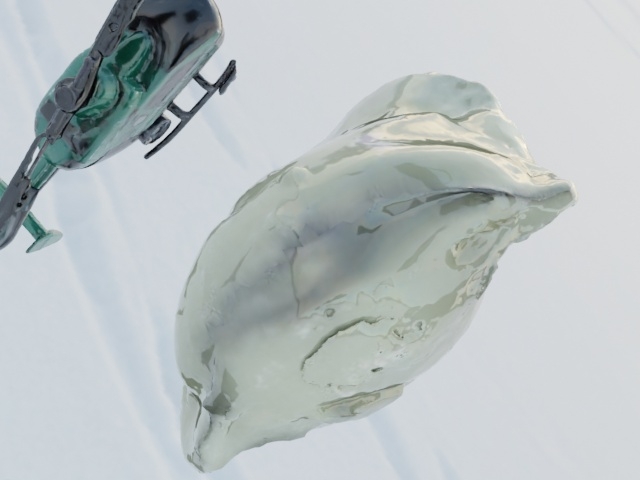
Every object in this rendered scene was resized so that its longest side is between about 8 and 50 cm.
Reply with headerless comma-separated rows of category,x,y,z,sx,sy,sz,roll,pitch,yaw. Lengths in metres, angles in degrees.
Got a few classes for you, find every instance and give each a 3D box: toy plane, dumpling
toy plane,-0.201,-0.103,1.031,0.106,0.382,0.155,49,21,6
dumpling,0.000,0.000,0.814,0.187,0.318,0.243,46,15,-41
